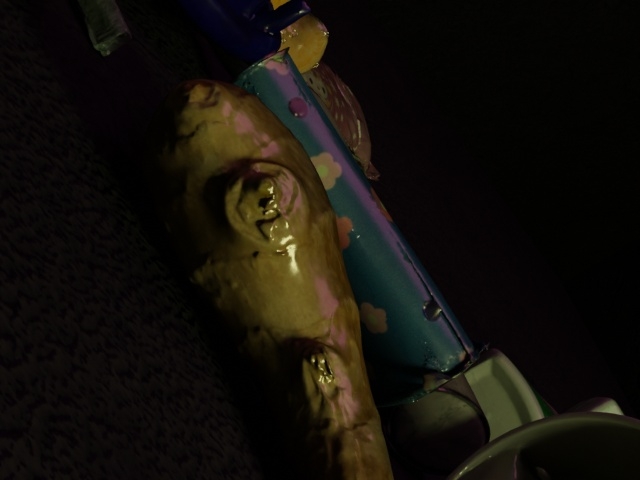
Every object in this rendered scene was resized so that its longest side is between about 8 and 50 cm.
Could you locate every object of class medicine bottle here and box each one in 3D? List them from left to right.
[{"bbox_3d":[0.168,0.167,1.524,0.119,0.069,0.183,61,7,34],"label":"medicine bottle"}]

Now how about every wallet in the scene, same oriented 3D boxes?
[{"bbox_3d":[0.000,0.001,1.046,0.202,0.059,0.141,56,-20,-4],"label":"wallet"}]

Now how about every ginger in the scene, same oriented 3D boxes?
[{"bbox_3d":[-0.016,0.043,0.892,0.131,0.086,0.295,88,-17,-58],"label":"ginger"}]

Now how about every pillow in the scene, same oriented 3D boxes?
[{"bbox_3d":[0.003,-0.125,1.709,0.185,0.043,0.118,36,29,-60],"label":"pillow"}]

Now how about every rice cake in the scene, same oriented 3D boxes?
[{"bbox_3d":[-0.141,-0.158,1.072,0.121,0.022,0.021,62,1,22],"label":"rice cake"}]

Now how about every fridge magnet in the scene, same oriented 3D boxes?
[{"bbox_3d":[-0.100,-0.243,1.297,0.265,0.112,0.265,54,11,-16],"label":"fridge magnet"}]

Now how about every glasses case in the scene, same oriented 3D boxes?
[{"bbox_3d":[0.025,0.017,1.262,0.114,0.060,0.299,44,16,-49],"label":"glasses case"}]

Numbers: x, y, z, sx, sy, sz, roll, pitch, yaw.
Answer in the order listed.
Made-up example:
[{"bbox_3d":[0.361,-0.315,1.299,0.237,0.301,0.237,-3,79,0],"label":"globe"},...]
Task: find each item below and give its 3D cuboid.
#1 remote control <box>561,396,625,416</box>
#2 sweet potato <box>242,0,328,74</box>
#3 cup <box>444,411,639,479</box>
[{"bbox_3d":[0.209,0.273,1.146,0.344,0.145,0.050,58,-22,-4],"label":"remote control"},{"bbox_3d":[-0.076,-0.242,1.526,0.286,0.085,0.112,62,14,25],"label":"sweet potato"},{"bbox_3d":[0.142,0.233,0.979,0.167,0.221,0.202,19,-26,43],"label":"cup"}]
